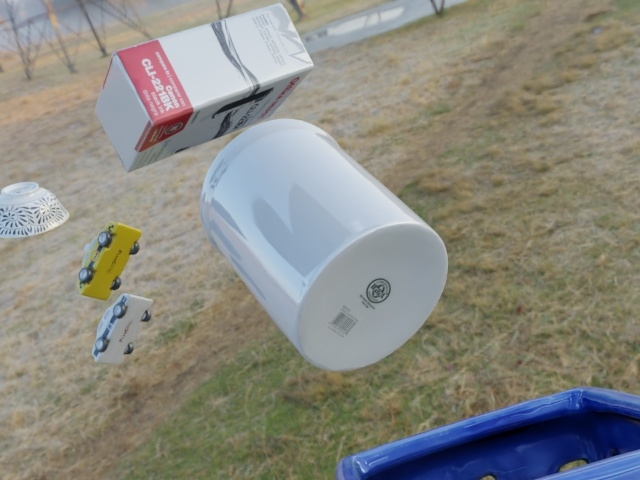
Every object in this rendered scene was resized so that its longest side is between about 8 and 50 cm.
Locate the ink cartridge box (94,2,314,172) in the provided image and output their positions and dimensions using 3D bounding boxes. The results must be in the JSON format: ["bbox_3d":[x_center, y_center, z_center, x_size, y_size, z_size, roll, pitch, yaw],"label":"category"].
[{"bbox_3d":[-0.173,-0.225,1.013,0.272,0.114,0.197,-28,-1,-29],"label":"ink cartridge box"}]

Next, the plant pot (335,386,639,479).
[{"bbox_3d":[0.152,0.238,0.460,0.235,0.212,0.236,-16,-7,-3],"label":"plant pot"}]

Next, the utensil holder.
[{"bbox_3d":[0.000,0.000,1.254,0.327,0.328,0.385,-26,42,-18],"label":"utensil holder"}]

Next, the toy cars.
[{"bbox_3d":[-0.503,0.123,1.641,0.087,0.394,0.176,29,43,35],"label":"toy cars"}]

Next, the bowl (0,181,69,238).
[{"bbox_3d":[-0.629,-0.074,1.450,0.170,0.080,0.170,-2,26,1],"label":"bowl"}]
